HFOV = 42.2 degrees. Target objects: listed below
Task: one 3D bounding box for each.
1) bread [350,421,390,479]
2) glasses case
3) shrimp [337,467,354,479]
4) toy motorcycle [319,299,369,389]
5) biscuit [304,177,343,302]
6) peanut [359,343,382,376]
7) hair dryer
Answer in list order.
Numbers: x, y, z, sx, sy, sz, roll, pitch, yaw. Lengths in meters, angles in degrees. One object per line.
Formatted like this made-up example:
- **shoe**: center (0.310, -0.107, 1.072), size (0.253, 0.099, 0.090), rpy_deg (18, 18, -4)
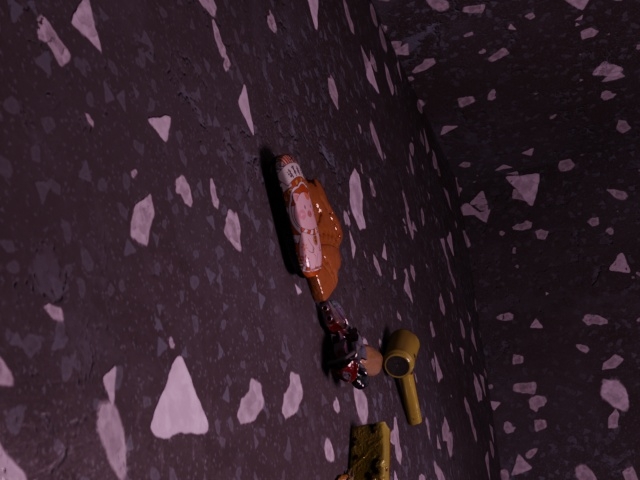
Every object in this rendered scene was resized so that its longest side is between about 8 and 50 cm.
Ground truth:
- **bread**: center (0.107, 0.506, 1.821), size (0.226, 0.088, 0.049), rpy_deg (-85, 157, -47)
- **glasses case**: center (-0.052, -0.051, 1.756), size (0.103, 0.067, 0.266), rpy_deg (-21, 98, -73)
- **shrimp**: center (0.051, 0.515, 1.750), size (0.059, 0.023, 0.108), rpy_deg (57, 24, -27)
- **toy motorcycle**: center (0.046, 0.233, 1.849), size (0.122, 0.082, 0.213), rpy_deg (19, 48, -69)
- **biscuit**: center (0.000, 0.000, 1.916), size (0.284, 0.043, 0.306), rpy_deg (47, 35, -57)
- **peanut**: center (0.103, 0.285, 1.986), size (0.152, 0.076, 0.076), rpy_deg (28, 52, -61)
- **hair dryer**: center (0.243, 0.402, 2.332), size (0.135, 0.090, 0.278), rpy_deg (-61, 141, -65)
